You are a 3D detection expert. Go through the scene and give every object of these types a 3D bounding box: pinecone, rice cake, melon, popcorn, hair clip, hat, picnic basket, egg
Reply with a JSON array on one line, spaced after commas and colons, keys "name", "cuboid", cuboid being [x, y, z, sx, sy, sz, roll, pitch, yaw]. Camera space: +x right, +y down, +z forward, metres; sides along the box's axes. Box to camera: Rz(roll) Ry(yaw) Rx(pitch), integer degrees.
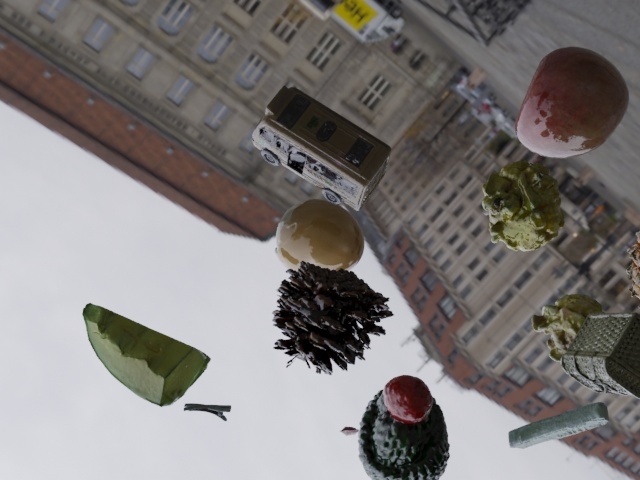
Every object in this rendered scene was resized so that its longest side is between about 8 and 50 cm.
[{"name": "pinecone", "cuboid": [0.011, 0.147, 1.451, 0.221, 0.221, 0.221, 38, -166, -11]}, {"name": "rice cake", "cuboid": [0.371, 0.294, 1.246, 0.029, 0.170, 0.033, 39, -141, -32]}, {"name": "melon", "cuboid": [-0.455, 0.267, 1.976, 0.323, 0.124, 0.196, 28, -138, 17]}, {"name": "popcorn", "cuboid": [0.475, -0.080, 1.884, 0.169, 0.189, 0.218, 28, -126, -65]}, {"name": "hair clip", "cuboid": [-0.276, 0.417, 1.927, 0.114, 0.039, 0.030, 8, -170, -3]}, {"name": "hat", "cuboid": [0.198, 0.458, 1.969, 0.332, 0.242, 0.274, 80, 172, -50]}, {"name": "popcorn", "cuboid": [0.659, 0.230, 2.070, 0.185, 0.187, 0.167, 44, -172, -16]}, {"name": "picnic basket", "cuboid": [0.623, 0.248, 1.667, 0.134, 0.154, 0.196, 35, 169, -5]}, {"name": "egg", "cuboid": [0.000, 0.000, 1.935, 0.244, 0.201, 0.201, 16, 175, 41]}]

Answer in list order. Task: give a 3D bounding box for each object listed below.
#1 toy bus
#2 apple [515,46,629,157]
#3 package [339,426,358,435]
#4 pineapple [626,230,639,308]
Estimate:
[{"name": "toy bus", "cuboid": [0.000, -0.202, 1.687, 0.289, 0.139, 0.157, 34, 158, 7]}, {"name": "apple", "cuboid": [0.703, -0.372, 2.205, 0.269, 0.345, 0.345, 23, -168, 9]}, {"name": "package", "cuboid": [0.090, 0.596, 2.478, 0.083, 0.059, 0.029, 64, -157, -78]}, {"name": "pineapple", "cuboid": [0.952, 0.135, 2.287, 0.344, 0.286, 0.209, 35, 165, -36]}]
